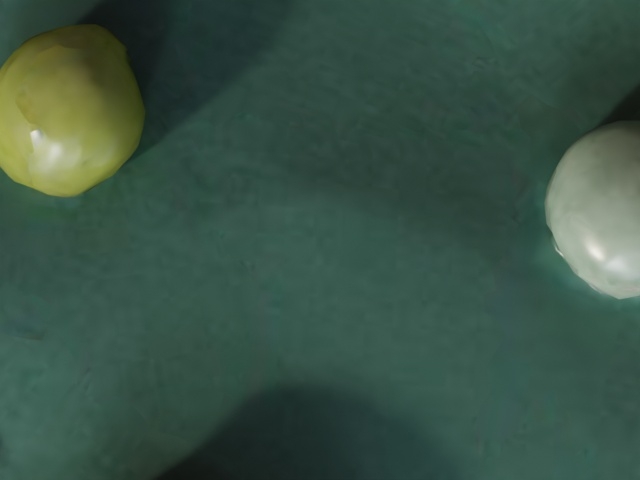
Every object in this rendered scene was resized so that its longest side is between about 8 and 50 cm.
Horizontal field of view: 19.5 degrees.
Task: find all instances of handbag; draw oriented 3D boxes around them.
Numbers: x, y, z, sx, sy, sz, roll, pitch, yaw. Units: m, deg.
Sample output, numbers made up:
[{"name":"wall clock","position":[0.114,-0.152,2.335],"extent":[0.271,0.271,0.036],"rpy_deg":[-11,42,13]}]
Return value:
[{"name":"handbag","position":[0.002,-0.003,0.378],"extent":[0.269,0.274,0.100],"rpy_deg":[21,167,-7]}]
